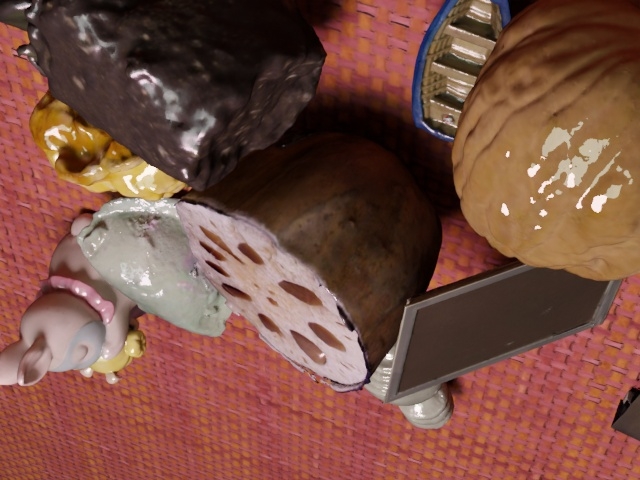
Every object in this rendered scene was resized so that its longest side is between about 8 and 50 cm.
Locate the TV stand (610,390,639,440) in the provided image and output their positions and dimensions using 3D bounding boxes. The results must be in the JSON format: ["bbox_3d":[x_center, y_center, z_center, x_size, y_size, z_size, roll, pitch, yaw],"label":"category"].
[{"bbox_3d":[0.368,0.136,1.473,0.049,0.040,0.256,24,148,4],"label":"TV stand"}]

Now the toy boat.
[{"bbox_3d":[0.125,-0.163,1.196,0.080,0.046,0.229,21,148,7],"label":"toy boat"}]

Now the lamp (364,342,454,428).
[{"bbox_3d":[0.101,0.152,1.634,0.106,0.106,0.193,10,154,23],"label":"lamp"}]

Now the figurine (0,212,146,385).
[{"bbox_3d":[-0.286,0.102,1.687,0.127,0.235,0.155,9,145,25],"label":"figurine"}]

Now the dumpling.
[{"bbox_3d":[-0.165,0.029,1.621,0.149,0.105,0.216,-15,130,46],"label":"dumpling"}]

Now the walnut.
[{"bbox_3d":[0.213,-0.080,1.106,0.225,0.225,0.261,28,148,-4],"label":"walnut"}]

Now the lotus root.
[{"bbox_3d":[0.000,0.000,1.393,0.272,0.192,0.272,34,164,12],"label":"lotus root"}]

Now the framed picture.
[{"bbox_3d":[0.181,0.068,1.373,0.252,0.014,0.197,-18,150,-15],"label":"framed picture"}]

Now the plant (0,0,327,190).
[{"bbox_3d":[-0.140,-0.187,1.213,0.276,0.188,0.199,41,156,11],"label":"plant"}]

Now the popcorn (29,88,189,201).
[{"bbox_3d":[-0.187,-0.107,1.378,0.180,0.180,0.170,17,152,13],"label":"popcorn"}]
